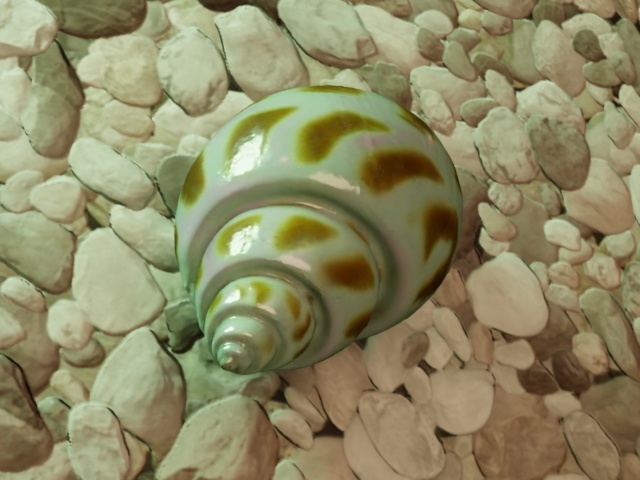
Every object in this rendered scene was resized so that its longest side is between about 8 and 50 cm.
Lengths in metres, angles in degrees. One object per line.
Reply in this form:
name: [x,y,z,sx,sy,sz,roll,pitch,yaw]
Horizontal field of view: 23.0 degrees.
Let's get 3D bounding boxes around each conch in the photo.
conch: [0.000,-0.001,1.319,0.368,0.197,0.249,-49,113,-30]
